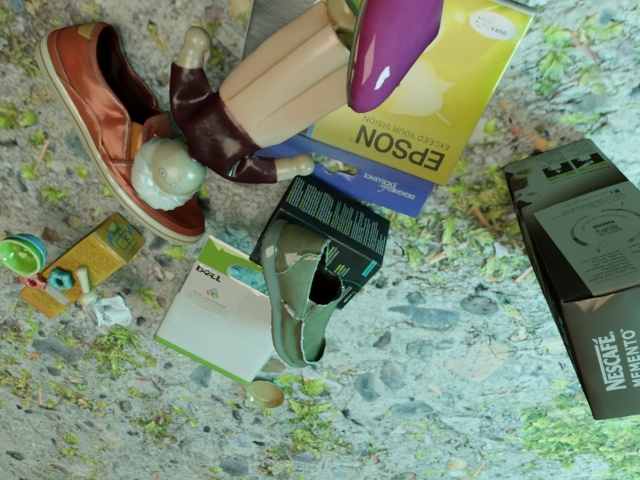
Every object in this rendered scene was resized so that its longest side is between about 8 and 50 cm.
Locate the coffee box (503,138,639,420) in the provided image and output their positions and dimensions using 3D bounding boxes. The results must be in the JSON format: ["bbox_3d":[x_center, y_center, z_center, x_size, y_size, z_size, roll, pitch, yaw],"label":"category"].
[{"bbox_3d":[0.313,0.025,0.543,0.118,0.297,0.168,-18,117,20],"label":"coffee box"}]

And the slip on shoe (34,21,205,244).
[{"bbox_3d":[-0.249,-0.137,0.652,0.101,0.123,0.331,-19,112,16],"label":"slip on shoe"}]

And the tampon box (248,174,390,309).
[{"bbox_3d":[0.000,0.000,0.690,0.161,0.101,0.120,30,131,-9],"label":"tampon box"}]

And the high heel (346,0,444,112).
[{"bbox_3d":[0.157,-0.259,0.401,0.181,0.127,0.377,24,88,3],"label":"high heel"}]

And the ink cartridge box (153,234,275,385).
[{"bbox_3d":[-0.140,0.103,0.793,0.188,0.097,0.255,30,120,-9],"label":"ink cartridge box"}]

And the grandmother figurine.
[{"bbox_3d":[-0.094,-0.146,0.549,0.342,0.104,0.208,-31,102,22],"label":"grandmother figurine"}]

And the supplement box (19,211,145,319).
[{"bbox_3d":[-0.415,0.047,0.816,0.233,0.078,0.080,-33,112,27],"label":"supplement box"}]

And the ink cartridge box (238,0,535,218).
[{"bbox_3d":[0.046,-0.186,0.595,0.303,0.072,0.307,19,121,-2],"label":"ink cartridge box"}]

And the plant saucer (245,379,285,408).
[{"bbox_3d":[-0.113,0.313,0.967,0.083,0.015,0.083,4,122,7],"label":"plant saucer"}]

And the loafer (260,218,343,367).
[{"bbox_3d":[-0.017,0.087,0.636,0.087,0.094,0.251,6,132,18],"label":"loafer"}]

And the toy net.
[{"bbox_3d":[-0.421,0.084,0.767,0.122,0.045,0.232,-33,114,26],"label":"toy net"}]
